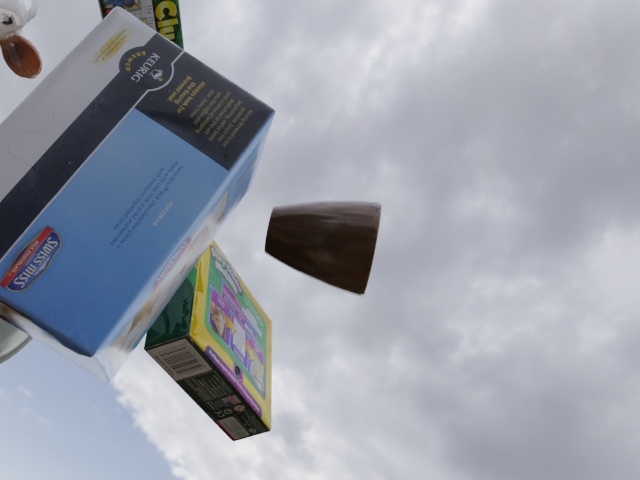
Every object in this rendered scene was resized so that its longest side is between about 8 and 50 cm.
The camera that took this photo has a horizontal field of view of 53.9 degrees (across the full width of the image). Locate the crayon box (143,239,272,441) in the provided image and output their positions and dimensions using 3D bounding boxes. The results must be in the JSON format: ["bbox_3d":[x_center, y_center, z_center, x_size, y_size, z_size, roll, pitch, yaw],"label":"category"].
[{"bbox_3d":[-0.222,0.199,1.358,0.106,0.313,0.363,-19,-49,11],"label":"crayon box"}]

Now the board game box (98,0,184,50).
[{"bbox_3d":[-0.314,-0.371,1.118,0.030,0.136,0.260,52,-28,36],"label":"board game box"}]

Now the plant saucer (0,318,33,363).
[{"bbox_3d":[-0.613,0.046,0.995,0.100,0.400,0.400,16,-43,61],"label":"plant saucer"}]

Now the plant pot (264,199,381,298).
[{"bbox_3d":[0.000,0.000,1.381,0.230,0.215,0.215,11,-45,1],"label":"plant pot"}]

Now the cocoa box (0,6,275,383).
[{"bbox_3d":[-0.247,-0.043,0.751,0.228,0.347,0.231,33,-24,-1],"label":"cocoa box"}]

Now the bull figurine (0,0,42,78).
[{"bbox_3d":[-0.318,-0.163,0.390,0.310,0.188,0.101,36,-37,28],"label":"bull figurine"}]
